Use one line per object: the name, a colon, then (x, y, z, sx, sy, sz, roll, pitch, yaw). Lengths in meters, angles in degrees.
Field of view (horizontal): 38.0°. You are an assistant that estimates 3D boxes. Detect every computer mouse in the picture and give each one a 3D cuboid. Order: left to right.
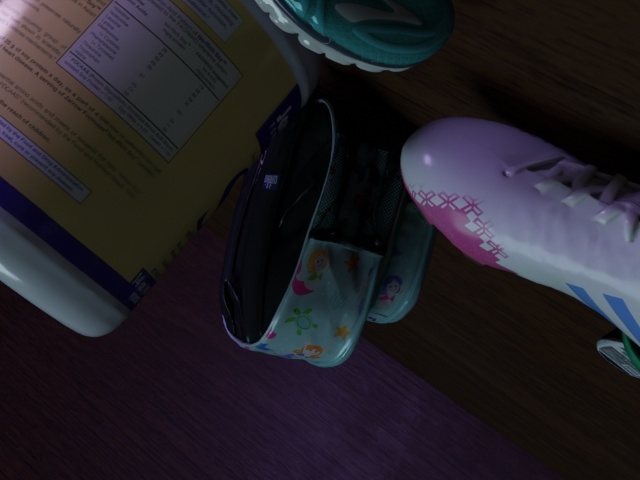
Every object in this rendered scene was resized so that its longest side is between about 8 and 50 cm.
computer mouse: (0.322, 0.094, 0.833, 0.106, 0.042, 0.193, 36, 165, -15)

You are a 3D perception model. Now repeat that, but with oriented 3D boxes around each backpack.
backpack: (0.000, 0.000, 0.946, 0.191, 0.254, 0.225, 21, 175, -22)

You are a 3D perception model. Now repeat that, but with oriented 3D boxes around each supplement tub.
supplement tub: (-0.151, -0.123, 0.698, 0.241, 0.331, 0.241, 38, 170, 8)

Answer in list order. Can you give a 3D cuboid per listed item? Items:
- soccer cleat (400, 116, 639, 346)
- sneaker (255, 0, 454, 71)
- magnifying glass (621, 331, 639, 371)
soccer cleat: (0.211, -0.006, 0.644, 0.331, 0.116, 0.143, 35, 153, 9)
sneaker: (-0.003, -0.200, 0.523, 0.110, 0.107, 0.275, 10, 151, 50)
magnifying glass: (0.342, 0.100, 0.699, 0.231, 0.092, 0.026, 23, 162, 21)
